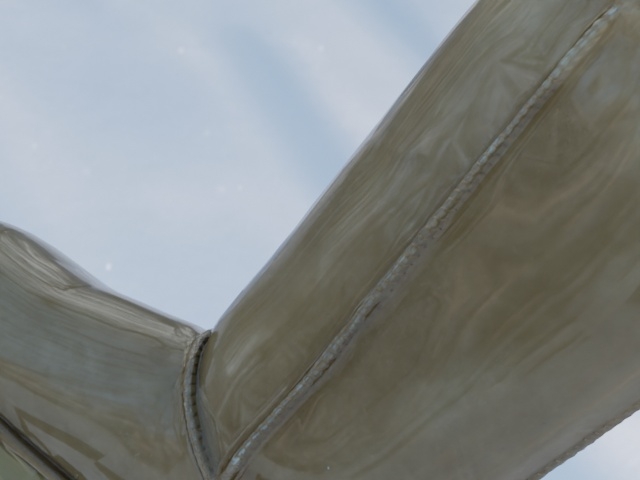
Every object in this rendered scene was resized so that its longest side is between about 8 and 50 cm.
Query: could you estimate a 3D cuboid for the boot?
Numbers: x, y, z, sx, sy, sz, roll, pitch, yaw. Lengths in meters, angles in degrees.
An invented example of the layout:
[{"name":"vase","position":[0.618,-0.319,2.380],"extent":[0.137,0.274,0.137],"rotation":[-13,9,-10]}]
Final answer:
[{"name":"boot","position":[0.000,0.000,0.520],"extent":[0.236,0.269,0.089],"rotation":[46,22,12]}]
